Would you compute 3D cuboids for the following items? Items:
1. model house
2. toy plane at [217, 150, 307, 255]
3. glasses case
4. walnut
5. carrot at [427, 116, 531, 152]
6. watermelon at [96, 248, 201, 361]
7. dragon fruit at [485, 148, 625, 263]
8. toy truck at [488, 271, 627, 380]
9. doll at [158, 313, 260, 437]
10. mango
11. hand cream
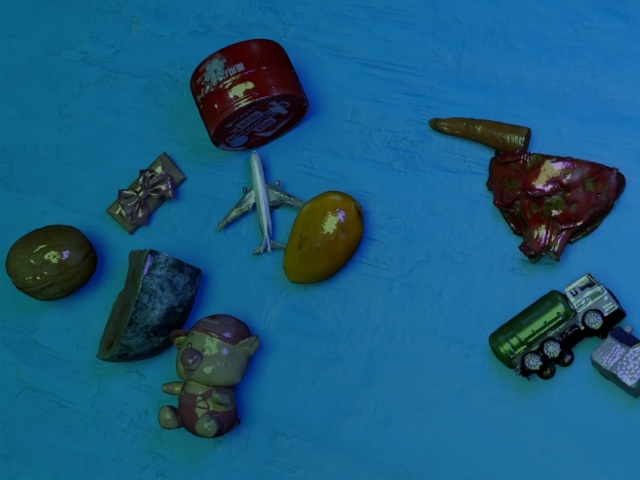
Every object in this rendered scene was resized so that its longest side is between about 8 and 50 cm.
[{"bbox_3d":[0.557,0.211,1.707,0.101,0.088,0.100,37,85,33],"label":"model house"},{"bbox_3d":[-0.123,-0.078,2.006,0.226,0.058,0.226,-11,75,19],"label":"toy plane"},{"bbox_3d":[-0.388,-0.096,2.098,0.193,0.070,0.102,-44,72,9],"label":"glasses case"},{"bbox_3d":[-0.596,0.050,2.099,0.207,0.167,0.167,-20,76,16],"label":"walnut"},{"bbox_3d":[0.310,-0.215,1.875,0.210,0.061,0.061,17,88,25],"label":"carrot"},{"bbox_3d":[-0.370,0.137,2.032,0.318,0.148,0.226,-57,35,29],"label":"watermelon"},{"bbox_3d":[0.425,-0.060,1.768,0.262,0.134,0.211,5,90,20],"label":"dragon fruit"},{"bbox_3d":[0.434,0.161,1.750,0.242,0.101,0.125,-37,60,14],"label":"toy truck"},{"bbox_3d":[-0.233,0.274,1.945,0.196,0.152,0.255,11,81,8],"label":"doll"},{"bbox_3d":[-0.001,0.002,1.920,0.141,0.102,0.217,38,106,-6],"label":"mango"},{"bbox_3d":[-0.148,-0.301,1.962,0.230,0.230,0.149,-26,71,14],"label":"hand cream"}]
